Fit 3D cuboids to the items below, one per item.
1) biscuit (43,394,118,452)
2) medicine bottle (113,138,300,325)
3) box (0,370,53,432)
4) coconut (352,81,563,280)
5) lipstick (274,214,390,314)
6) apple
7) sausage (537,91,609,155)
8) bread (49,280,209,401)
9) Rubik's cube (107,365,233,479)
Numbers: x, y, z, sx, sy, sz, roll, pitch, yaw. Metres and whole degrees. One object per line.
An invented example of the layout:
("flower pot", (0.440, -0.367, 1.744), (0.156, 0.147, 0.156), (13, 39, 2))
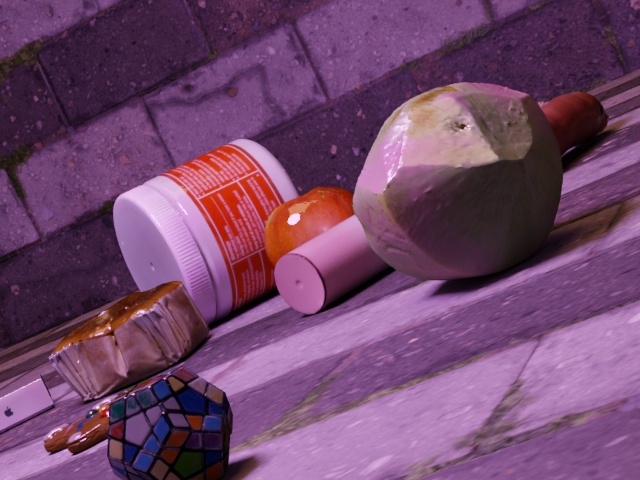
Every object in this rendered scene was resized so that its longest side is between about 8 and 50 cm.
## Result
("biscuit", (-0.238, 0.203, 1.609), (0.138, 0.031, 0.205), (-27, 6, -29))
("medicine bottle", (-0.170, -0.009, 2.245), (0.241, 0.252, 0.252), (-26, 5, -25))
("box", (-0.481, 0.257, 2.150), (0.129, 0.051, 0.130), (-26, 4, -12))
("coconut", (0.145, -0.061, 1.469), (0.236, 0.205, 0.236), (-17, -3, -1))
("lipstick", (0.075, -0.003, 1.890), (0.087, 0.087, 0.327), (-21, 6, 46))
("apple", (0.000, 0.000, 2.014), (0.163, 0.139, 0.163), (-28, -8, -4))
("sausage", (0.361, -0.166, 2.183), (0.094, 0.094, 0.419), (3, 17, 27))
("bread", (-0.275, 0.140, 2.020), (0.192, 0.110, 0.210), (-25, 4, 17))
("Rubik's cube", (-0.119, 0.154, 1.109), (0.111, 0.111, 0.093), (-18, 36, 57))
